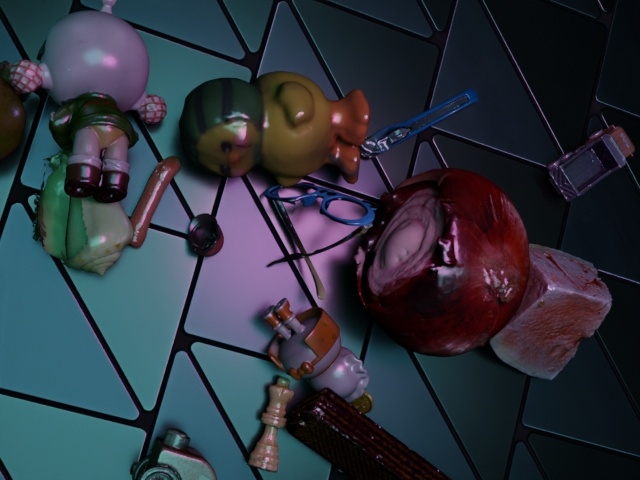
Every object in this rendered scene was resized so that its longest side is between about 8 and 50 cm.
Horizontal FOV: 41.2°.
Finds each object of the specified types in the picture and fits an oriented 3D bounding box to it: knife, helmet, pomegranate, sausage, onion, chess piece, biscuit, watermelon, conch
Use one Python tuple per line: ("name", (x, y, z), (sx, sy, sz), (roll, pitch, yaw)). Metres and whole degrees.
("knife", (0.194, -0.237, 1.710), (0.297, 0.026, 0.044), (-29, 81, -14))
("helmet", (-0.207, -0.005, 1.576), (0.065, 0.049, 0.084), (-18, 60, 15))
("pomegranate", (-0.574, -0.218, 1.450), (0.210, 0.179, 0.179), (-21, 91, -46))
("sausage", (-0.309, -0.075, 1.561), (0.043, 0.043, 0.186), (26, 79, -11))
("onion", (0.227, 0.052, 1.561), (0.341, 0.341, 0.341), (1, 85, -14))
("chess piece", (-0.087, 0.337, 1.573), (0.060, 0.060, 0.172), (17, 78, -12))
("biscuit", (0.111, 0.410, 1.571), (0.388, 0.107, 0.073), (38, 47, -13))
("watermelon", (0.456, 0.140, 1.650), (0.213, 0.201, 0.261), (19, 85, -23))
("conch", (-0.429, -0.050, 1.489), (0.250, 0.143, 0.137), (53, 33, 8))

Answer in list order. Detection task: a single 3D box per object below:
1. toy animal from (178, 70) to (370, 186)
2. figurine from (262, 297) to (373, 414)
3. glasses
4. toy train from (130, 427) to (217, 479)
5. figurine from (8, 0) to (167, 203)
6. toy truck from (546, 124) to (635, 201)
("toy animal", (-0.088, -0.212, 1.557), (0.338, 0.216, 0.191), (-1, 52, -10))
("figurine", (0.000, 0.222, 1.566), (0.143, 0.143, 0.271), (-33, 92, -15))
("glasses", (-0.020, -0.008, 1.560), (0.102, 0.239, 0.206), (25, 84, -55))
("toy train", (-0.278, 0.494, 1.475), (0.159, 0.129, 0.326), (23, 79, -17))
("figurine", (-0.384, -0.246, 1.459), (0.281, 0.167, 0.369), (11, 62, -34))
("toy truck", (0.557, -0.161, 1.762), (0.192, 0.092, 0.083), (-34, 93, -15))
